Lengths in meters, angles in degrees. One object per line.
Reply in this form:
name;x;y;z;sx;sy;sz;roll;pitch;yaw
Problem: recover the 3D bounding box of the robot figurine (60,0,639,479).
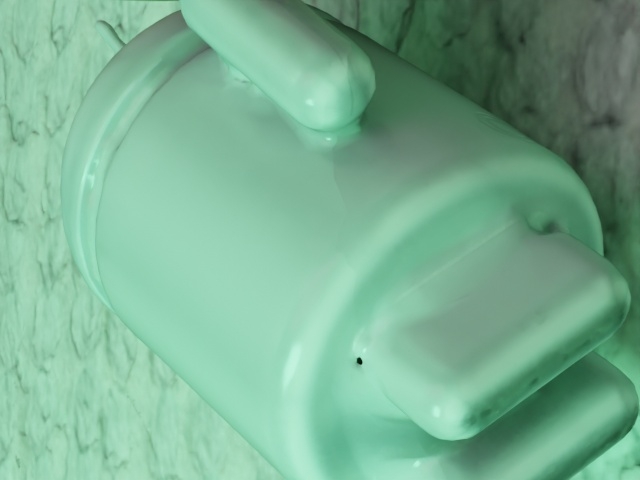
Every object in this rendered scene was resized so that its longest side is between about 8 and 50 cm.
robot figurine;0.000;0.000;0.838;0.353;0.200;0.300;38;149;41
